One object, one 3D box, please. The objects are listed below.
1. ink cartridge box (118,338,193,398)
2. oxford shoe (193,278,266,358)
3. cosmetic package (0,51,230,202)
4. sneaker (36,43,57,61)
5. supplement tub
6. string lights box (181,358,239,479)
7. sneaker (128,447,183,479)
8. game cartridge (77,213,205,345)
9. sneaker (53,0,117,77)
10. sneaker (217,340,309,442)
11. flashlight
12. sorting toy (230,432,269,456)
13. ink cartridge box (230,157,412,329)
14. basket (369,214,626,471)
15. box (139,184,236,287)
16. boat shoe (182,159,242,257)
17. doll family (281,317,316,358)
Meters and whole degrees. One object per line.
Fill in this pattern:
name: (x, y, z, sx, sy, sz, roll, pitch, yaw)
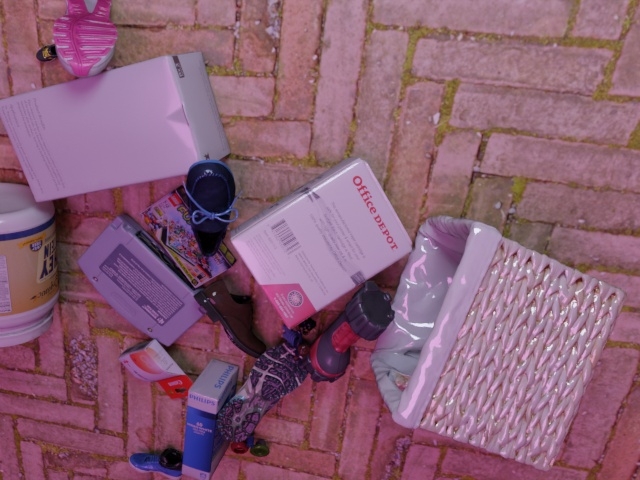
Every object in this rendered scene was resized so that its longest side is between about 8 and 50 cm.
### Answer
ink cartridge box: (-0.399, 0.332, 1.302, 0.145, 0.045, 0.179, -23, 106, 41)
oxford shoe: (-0.179, 0.180, 1.196, 0.096, 0.083, 0.227, -40, 120, -11)
cosmetic package: (-0.398, -0.220, 1.041, 0.384, 0.156, 0.217, -7, 111, 13)
sneaker: (-0.543, -0.382, 1.068, 0.083, 0.035, 0.031, -12, 108, 16)
supplement tub: (-0.708, 0.053, 1.176, 0.228, 0.228, 0.316, 12, 114, 7)
string lights box: (-0.268, 0.438, 1.292, 0.076, 0.133, 0.260, 14, 114, 9)
sneaker: (-0.439, 0.591, 1.432, 0.152, 0.058, 0.085, 20, 120, -1)
game cartridge: (-0.410, 0.102, 1.230, 0.196, 0.060, 0.294, -41, 99, 20)
sneaker: (-0.423, -0.358, 0.967, 0.102, 0.252, 0.111, 4, 134, -19)
sneaker: (-0.127, 0.336, 1.243, 0.283, 0.122, 0.110, -45, 85, 2)
flashlight: (0.054, 0.202, 1.075, 0.103, 0.103, 0.304, 35, 144, 0)
sorting toy: (-0.180, 0.522, 1.365, 0.101, 0.042, 0.061, 8, 129, -4)
ink cartridge box: (0.000, 0.000, 1.012, 0.283, 0.117, 0.207, -32, 104, -4)
basket: (0.275, 0.152, 0.920, 0.266, 0.328, 0.331, 21, 93, -3)
box: (-0.291, -0.006, 1.168, 0.114, 0.036, 0.207, -30, 103, 21)
boat shoe: (-0.200, -0.052, 1.012, 0.109, 0.089, 0.258, -5, 152, -7)
doll family: (-0.048, 0.162, 1.134, 0.076, 0.111, 0.193, -22, 116, -26)
